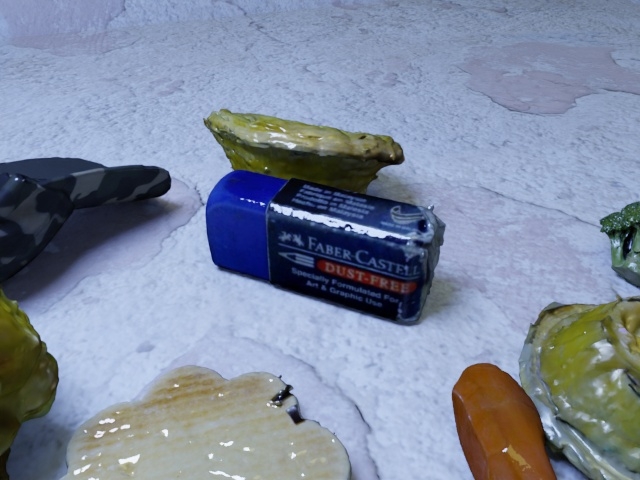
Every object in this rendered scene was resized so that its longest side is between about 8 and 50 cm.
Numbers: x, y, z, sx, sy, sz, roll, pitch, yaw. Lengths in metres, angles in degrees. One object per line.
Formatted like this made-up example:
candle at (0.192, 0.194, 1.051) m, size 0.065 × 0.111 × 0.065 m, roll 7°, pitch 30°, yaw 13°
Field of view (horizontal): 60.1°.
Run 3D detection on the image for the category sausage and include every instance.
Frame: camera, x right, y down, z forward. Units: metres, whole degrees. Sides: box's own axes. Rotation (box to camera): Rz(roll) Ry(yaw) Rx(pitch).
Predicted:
sausage at (0.186, 0.204, 0.572) m, size 0.089 × 0.089 × 0.179 m, roll -1°, pitch 31°, yaw -3°

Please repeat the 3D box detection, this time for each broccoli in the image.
broccoli at (0.499, 0.001, 0.824) m, size 0.162 × 0.146 × 0.138 m, roll 40°, pitch 82°, yaw 22°

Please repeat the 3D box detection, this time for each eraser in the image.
eraser at (0.000, 0.000, 0.784) m, size 0.332 × 0.155 × 0.102 m, roll 14°, pitch 40°, yaw 17°

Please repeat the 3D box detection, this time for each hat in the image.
hat at (-0.437, -0.028, 0.855) m, size 0.366 × 0.257 × 0.381 m, roll 13°, pitch -1°, yaw 41°

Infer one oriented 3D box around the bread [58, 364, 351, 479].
bread at (-0.116, 0.249, 0.531) m, size 0.315 × 0.054 × 0.316 m, roll 2°, pitch 36°, yaw -1°

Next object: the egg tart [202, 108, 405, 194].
egg tart at (-0.030, -0.134, 0.922) m, size 0.345 × 0.133 × 0.345 m, roll 10°, pitch 10°, yaw -2°

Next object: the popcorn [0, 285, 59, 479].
popcorn at (-0.390, 0.152, 0.498) m, size 0.246 × 0.282 × 0.282 m, roll 13°, pitch 38°, yaw 12°

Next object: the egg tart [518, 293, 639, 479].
egg tart at (0.379, 0.154, 0.612) m, size 0.314 × 0.120 × 0.315 m, roll 3°, pitch 37°, yaw -2°
